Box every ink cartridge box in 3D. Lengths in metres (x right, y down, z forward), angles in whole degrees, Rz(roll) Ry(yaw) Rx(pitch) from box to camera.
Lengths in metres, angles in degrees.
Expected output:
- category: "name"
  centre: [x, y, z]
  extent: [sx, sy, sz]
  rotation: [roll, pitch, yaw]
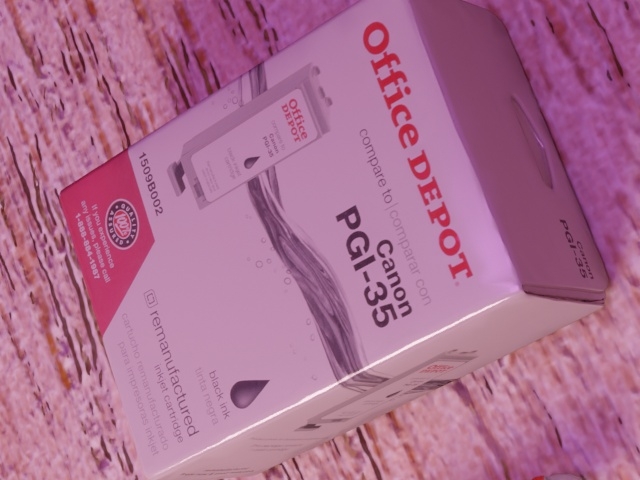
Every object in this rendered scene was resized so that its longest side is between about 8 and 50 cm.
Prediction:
- category: "ink cartridge box"
  centre: [0.000, 0.000, 0.932]
  extent: [0.283, 0.117, 0.207]
  rotation: [-30, 70, 28]

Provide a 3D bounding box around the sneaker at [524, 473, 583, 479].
- category: "sneaker"
  centre: [0.103, 0.192, 0.893]
  extent: [0.158, 0.061, 0.065]
  rotation: [-36, 94, 27]
